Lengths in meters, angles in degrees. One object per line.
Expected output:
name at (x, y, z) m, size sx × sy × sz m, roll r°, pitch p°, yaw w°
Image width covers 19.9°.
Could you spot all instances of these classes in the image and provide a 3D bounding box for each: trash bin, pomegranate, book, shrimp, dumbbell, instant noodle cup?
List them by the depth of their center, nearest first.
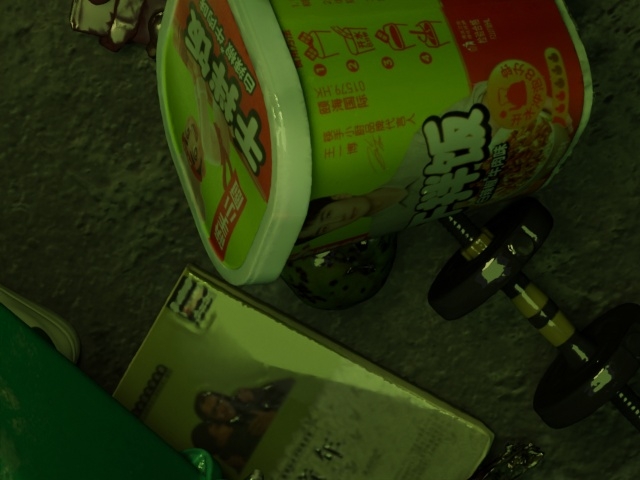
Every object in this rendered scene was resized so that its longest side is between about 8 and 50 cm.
instant noodle cup at (0.049, -0.128, 1.577) m, size 0.308 × 0.294 × 0.294 m, roll -11°, pitch 103°, yaw -21°
trash bin at (-0.260, 0.233, 1.627) m, size 0.295 × 0.259 × 0.381 m, roll -21°, pitch 129°, yaw 22°
dumbbell at (0.208, 0.068, 1.710) m, size 0.143 × 0.143 × 0.325 m, roll -44°, pitch 97°, yaw 9°
pomegranate at (0.000, 0.000, 1.729) m, size 0.161 × 0.122 × 0.122 m, roll 26°, pitch 104°, yaw 34°
shrimp at (0.152, 0.254, 1.792) m, size 0.161 × 0.091 × 0.034 m, roll -40°, pitch 67°, yaw -3°
book at (-0.034, 0.206, 1.803) m, size 0.352 × 0.035 × 0.239 m, roll 29°, pitch 103°, yaw -5°

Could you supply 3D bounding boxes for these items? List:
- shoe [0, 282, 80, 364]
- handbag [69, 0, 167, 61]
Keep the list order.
shoe at (-0.357, 0.069, 1.745) m, size 0.265 × 0.110 × 0.095 m, roll 24°, pitch 103°, yaw -6°
handbag at (-0.119, -0.267, 1.685) m, size 0.203 × 0.074 × 0.216 m, roll 13°, pitch 102°, yaw -1°
